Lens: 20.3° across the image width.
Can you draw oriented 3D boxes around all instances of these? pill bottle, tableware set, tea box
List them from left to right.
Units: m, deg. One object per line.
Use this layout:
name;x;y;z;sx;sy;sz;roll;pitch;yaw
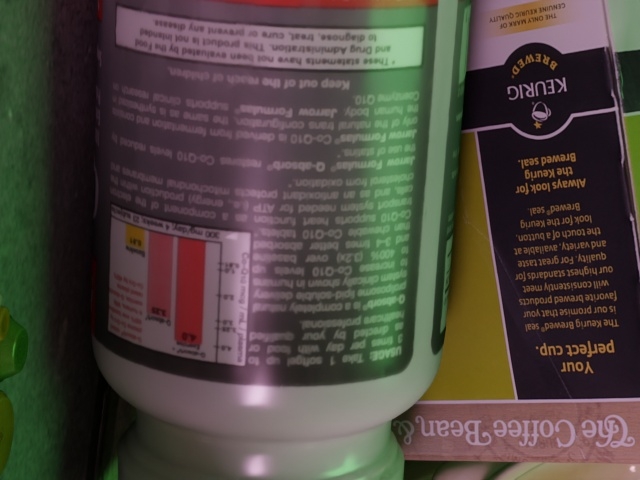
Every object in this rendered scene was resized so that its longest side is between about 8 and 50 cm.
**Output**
tableware set;-0.175;0.098;0.859;0.104;0.024;0.154;74;24;-68
pill bottle;-0.028;-0.010;1.031;0.210;0.210;0.363;-44;140;-71
tea box;0.129;-0.029;1.179;0.220;0.329;0.323;-11;94;-46

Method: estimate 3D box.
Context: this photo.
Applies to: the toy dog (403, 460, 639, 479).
toy dog;0.116;0.302;1.619;0.408;0.395;0.284;-149;-142;-78
